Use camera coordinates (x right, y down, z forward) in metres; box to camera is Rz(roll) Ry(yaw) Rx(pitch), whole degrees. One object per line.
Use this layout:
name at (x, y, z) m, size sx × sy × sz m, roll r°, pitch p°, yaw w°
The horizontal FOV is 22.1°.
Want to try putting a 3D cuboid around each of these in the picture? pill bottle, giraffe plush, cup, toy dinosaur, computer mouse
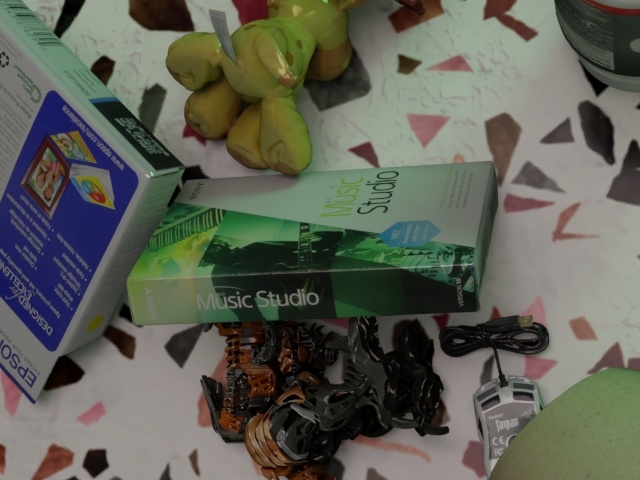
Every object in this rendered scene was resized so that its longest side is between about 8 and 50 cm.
pill bottle at (0.293, -0.243, 1.508) m, size 0.161 × 0.283 × 0.161 m, roll -3°, pitch 77°, yaw 12°
giraffe plush at (-0.038, -0.194, 1.649) m, size 0.181 × 0.210 × 0.170 m, roll 32°, pitch 57°, yaw 21°
cup at (0.280, 0.248, 1.396) m, size 0.331 × 0.331 × 0.237 m, roll -43°, pitch 61°, yaw 1°
toy dinosaur at (-0.002, 0.163, 1.580) m, size 0.218 × 0.164 × 0.322 m, roll -28°, pitch 92°, yaw 20°
computer mouse at (0.179, 0.168, 1.569) m, size 0.106 × 0.042 × 0.193 m, roll -10°, pitch 70°, yaw 6°

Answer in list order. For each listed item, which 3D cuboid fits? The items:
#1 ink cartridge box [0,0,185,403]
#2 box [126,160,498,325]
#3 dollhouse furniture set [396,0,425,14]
ink cartridge box at (-0.305, -0.047, 1.674) m, size 0.303 × 0.072 × 0.307 m, roll 44°, pitch 124°, yaw 22°
box at (0.000, 0.000, 1.557) m, size 0.322 × 0.232 × 0.058 m, roll -4°, pitch 114°, yaw 12°
dollhouse furniture set at (0.066, -0.338, 1.514) m, size 0.152 × 0.374 × 0.201 m, roll 33°, pitch 99°, yaw 5°
